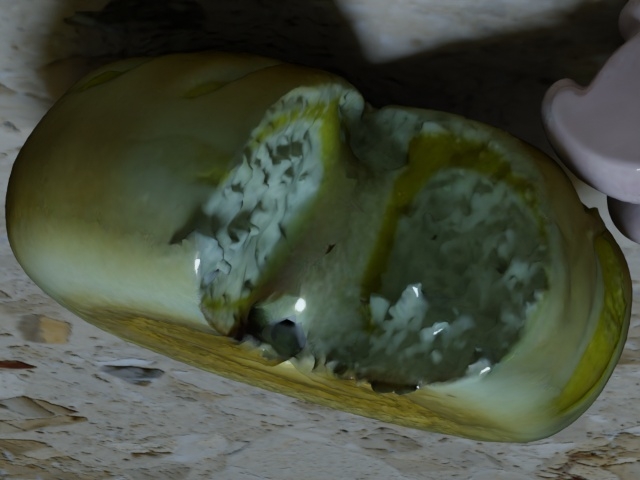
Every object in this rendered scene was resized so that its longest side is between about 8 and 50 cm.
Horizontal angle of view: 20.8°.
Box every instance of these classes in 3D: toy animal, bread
[{"bbox_3d":[0.197,-0.035,0.914,0.124,0.124,0.212,-9,154,24],"label":"toy animal"},{"bbox_3d":[0.000,0.000,0.931,0.333,0.160,0.333,18,168,4],"label":"bread"}]
